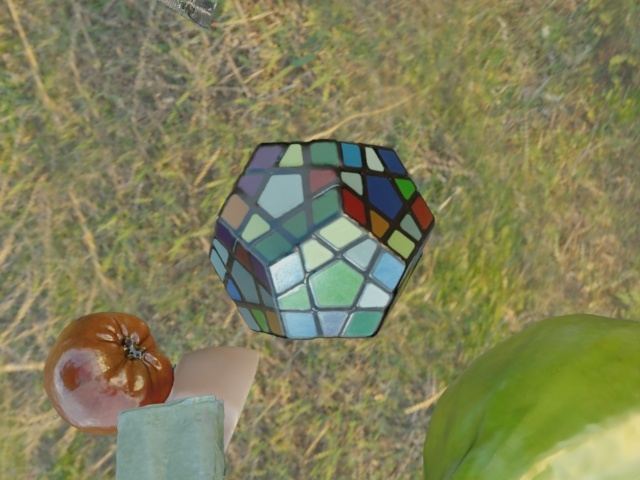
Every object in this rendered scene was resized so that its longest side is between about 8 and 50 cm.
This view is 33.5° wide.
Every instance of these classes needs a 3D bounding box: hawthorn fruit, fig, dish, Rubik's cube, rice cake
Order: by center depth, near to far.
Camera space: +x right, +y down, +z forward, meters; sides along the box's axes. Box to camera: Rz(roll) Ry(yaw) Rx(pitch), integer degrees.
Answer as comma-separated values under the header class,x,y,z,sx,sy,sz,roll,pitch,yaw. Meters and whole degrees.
class,x,y,z,sx,sy,sz,roll,pitch,yaw
Rubik's cube,0.000,0.000,0.616,0.112,0.133,0.133,-32,96,37
fig,0.183,0.155,0.699,0.233,0.314,0.233,-2,80,13
rice cake,-0.107,0.189,0.738,0.085,0.226,0.040,-8,119,-2
hawthorn fruit,-0.214,0.139,1.048,0.125,0.125,0.140,40,85,5
dish,-0.151,0.212,1.233,0.090,0.213,0.213,22,122,-5

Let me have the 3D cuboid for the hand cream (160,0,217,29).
class,x,y,z,sx,sy,sz,roll,pitch,yaw
hand cream,-0.049,-0.255,0.674,0.055,0.086,0.235,23,91,30
